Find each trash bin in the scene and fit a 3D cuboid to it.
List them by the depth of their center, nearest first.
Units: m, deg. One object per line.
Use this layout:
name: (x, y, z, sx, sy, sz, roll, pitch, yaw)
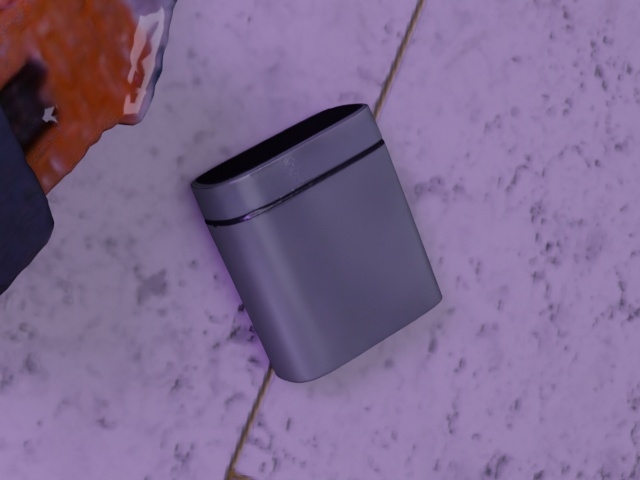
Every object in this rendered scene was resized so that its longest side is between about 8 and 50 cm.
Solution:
trash bin: (0.000, 0.000, 0.947, 0.116, 0.059, 0.130, -30, 107, -23)

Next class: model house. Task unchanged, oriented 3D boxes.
model house: (-0.193, -0.126, 0.745, 0.301, 0.271, 0.190, -46, 128, -35)
